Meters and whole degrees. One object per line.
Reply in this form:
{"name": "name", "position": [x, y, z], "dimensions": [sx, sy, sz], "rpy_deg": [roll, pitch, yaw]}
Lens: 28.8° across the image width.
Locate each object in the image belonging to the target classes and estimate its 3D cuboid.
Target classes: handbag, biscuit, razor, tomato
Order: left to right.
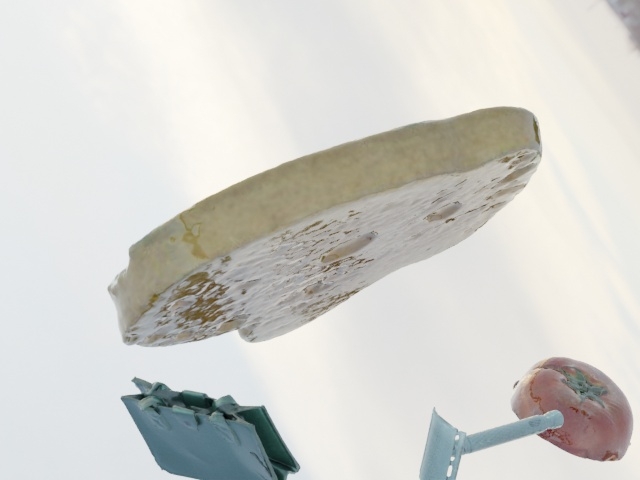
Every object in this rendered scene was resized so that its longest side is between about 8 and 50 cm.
{"name": "handbag", "position": [-0.212, 0.377, 2.381], "dimensions": [0.089, 0.326, 0.238], "rpy_deg": [-56, -42, -33]}
{"name": "biscuit", "position": [-0.001, -0.002, 0.952], "dimensions": [0.344, 0.287, 0.057], "rpy_deg": [-19, -108, -21]}
{"name": "razor", "position": [0.239, 0.266, 1.693], "dimensions": [0.232, 0.106, 0.068], "rpy_deg": [-8, -150, -36]}
{"name": "tomato", "position": [0.426, 0.269, 2.061], "dimensions": [0.225, 0.085, 0.225], "rpy_deg": [19, -153, -10]}
